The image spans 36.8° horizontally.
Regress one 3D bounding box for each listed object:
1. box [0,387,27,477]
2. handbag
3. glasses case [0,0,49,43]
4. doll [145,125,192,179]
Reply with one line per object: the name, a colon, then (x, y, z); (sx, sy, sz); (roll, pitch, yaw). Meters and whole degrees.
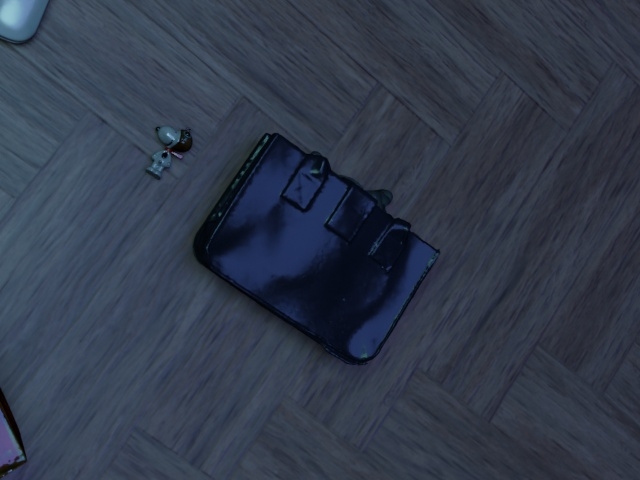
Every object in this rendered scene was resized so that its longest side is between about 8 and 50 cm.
box: (-0.482, 0.147, 1.230); (0.089, 0.197, 0.314); (-25, 98, -19)
handbag: (0.000, 0.000, 1.464); (0.325, 0.118, 0.269); (36, 84, -18)
glasses case: (-0.408, -0.372, 1.347); (0.076, 0.049, 0.197); (22, 81, -20)
doll: (-0.222, -0.131, 1.421); (0.058, 0.040, 0.085); (13, 80, -8)
